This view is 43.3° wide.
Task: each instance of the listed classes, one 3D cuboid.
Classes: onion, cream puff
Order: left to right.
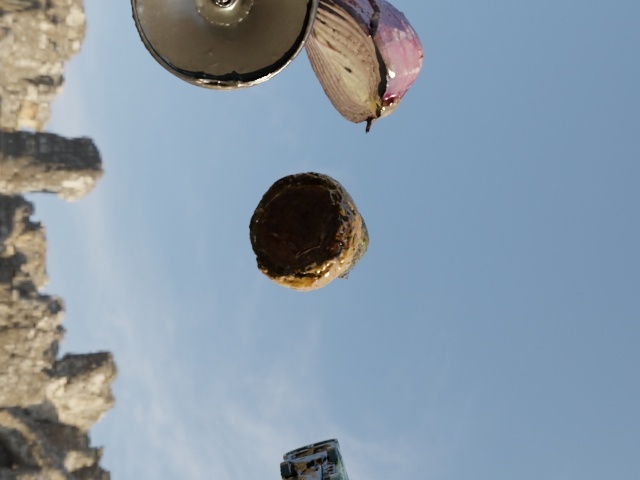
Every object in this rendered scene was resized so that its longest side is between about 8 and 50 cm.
[{"bbox_3d":[0.000,0.000,1.257,0.183,0.169,0.183,-7,-107,24],"label":"cream puff"},{"bbox_3d":[0.074,-0.418,1.633,0.348,0.159,0.267,55,-28,4],"label":"onion"}]

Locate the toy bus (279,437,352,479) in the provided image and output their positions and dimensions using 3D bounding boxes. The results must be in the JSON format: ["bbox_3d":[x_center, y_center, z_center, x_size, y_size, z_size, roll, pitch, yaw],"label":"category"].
[{"bbox_3d":[-0.003,0.328,1.021,0.175,0.088,0.101,-94,166,-82],"label":"toy bus"}]

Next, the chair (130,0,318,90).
[{"bbox_3d":[-0.138,-0.375,1.110,0.401,0.227,0.226,-105,-150,-60],"label":"chair"}]
